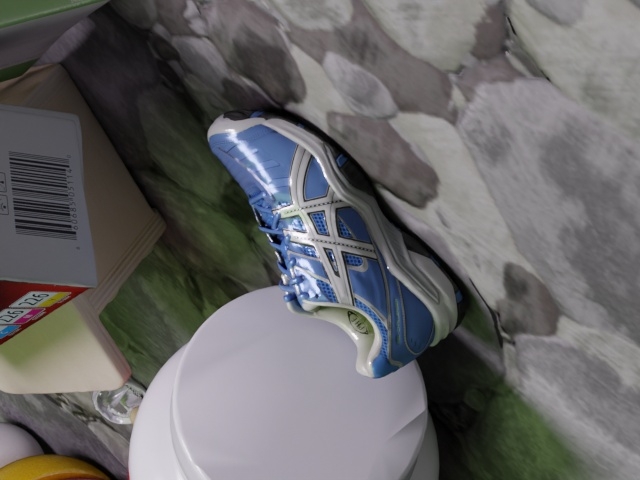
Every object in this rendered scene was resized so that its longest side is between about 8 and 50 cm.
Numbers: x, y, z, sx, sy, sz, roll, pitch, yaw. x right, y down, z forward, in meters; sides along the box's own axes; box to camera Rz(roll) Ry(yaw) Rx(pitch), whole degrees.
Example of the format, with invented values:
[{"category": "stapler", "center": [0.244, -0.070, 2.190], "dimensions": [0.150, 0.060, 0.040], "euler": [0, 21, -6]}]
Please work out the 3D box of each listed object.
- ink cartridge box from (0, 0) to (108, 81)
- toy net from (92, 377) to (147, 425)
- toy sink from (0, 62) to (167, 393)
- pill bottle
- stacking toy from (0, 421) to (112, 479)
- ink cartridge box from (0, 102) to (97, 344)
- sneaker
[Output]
[{"category": "ink cartridge box", "center": [-0.256, -0.141, 1.260], "dimensions": [0.235, 0.171, 0.056], "euler": [-16, 93, 64]}, {"category": "toy net", "center": [-0.157, 0.191, 1.824], "dimensions": [0.232, 0.045, 0.122], "euler": [34, 155, 22]}, {"category": "toy sink", "center": [-0.228, -0.008, 1.459], "dimensions": [0.153, 0.131, 0.234], "euler": [-6, 126, 39]}, {"category": "pill bottle", "center": [-0.034, 0.194, 1.405], "dimensions": [0.229, 0.229, 0.407], "euler": [38, 156, 12]}, {"category": "stacking toy", "center": [-0.308, 0.371, 2.141], "dimensions": [0.480, 0.351, 0.350], "euler": [42, 164, 49]}, {"category": "ink cartridge box", "center": [-0.349, 0.013, 1.245], "dimensions": [0.309, 0.272, 0.130], "euler": [-30, 61, 47]}, {"category": "sneaker", "center": [0.000, 0.000, 1.208], "dimensions": [0.211, 0.081, 0.080], "euler": [45, 158, 0]}]
